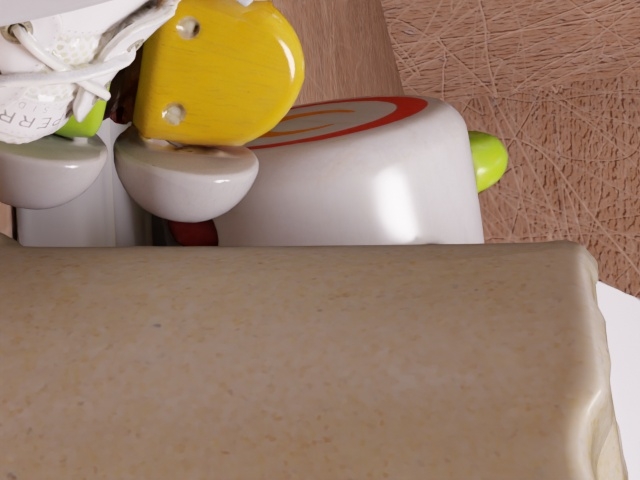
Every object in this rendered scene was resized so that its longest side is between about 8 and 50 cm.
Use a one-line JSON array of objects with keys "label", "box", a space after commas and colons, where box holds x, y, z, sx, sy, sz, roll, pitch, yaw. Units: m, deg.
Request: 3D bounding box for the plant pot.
[{"label": "plant pot", "box": [-0.026, 0.129, 0.751, 0.334, 0.306, 0.333, -8, 90, -82]}]

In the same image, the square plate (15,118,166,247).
[{"label": "square plate", "box": [-0.111, 0.039, 1.154, 0.347, 0.049, 0.344, 58, 24, -70]}]

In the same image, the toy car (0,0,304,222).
[{"label": "toy car", "box": [-0.105, -0.103, 0.952, 0.136, 0.182, 0.159, -126, -135, -59]}]

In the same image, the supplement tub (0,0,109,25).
[{"label": "supplement tub", "box": [-0.149, -0.227, 0.484, 0.241, 0.241, 0.331, -6, 88, -82]}]

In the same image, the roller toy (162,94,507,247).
[{"label": "roller toy", "box": [0.000, 0.000, 1.126, 0.191, 0.209, 0.146, -35, 118, -63]}]

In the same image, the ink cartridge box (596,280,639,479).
[{"label": "ink cartridge box", "box": [0.093, 0.176, 0.954, 0.197, 0.198, 0.270, 21, 56, -63]}]

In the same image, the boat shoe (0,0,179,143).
[{"label": "boat shoe", "box": [-0.103, -0.082, 0.676, 0.098, 0.277, 0.096, 9, 77, -39]}]

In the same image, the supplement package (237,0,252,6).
[{"label": "supplement package", "box": [-0.069, -0.285, 0.823, 0.263, 0.199, 0.198, 35, 27, -16]}]
